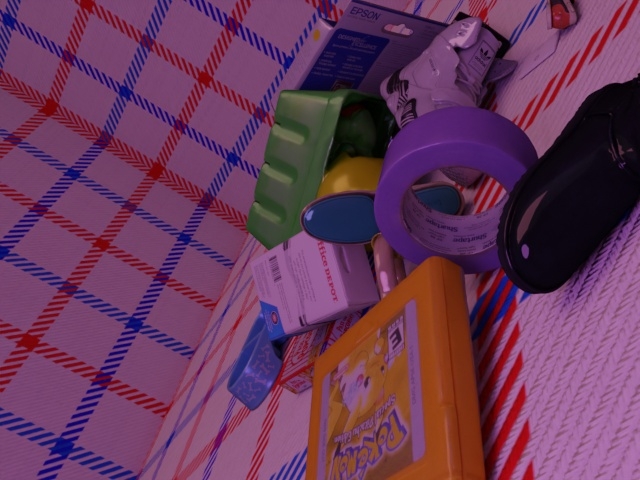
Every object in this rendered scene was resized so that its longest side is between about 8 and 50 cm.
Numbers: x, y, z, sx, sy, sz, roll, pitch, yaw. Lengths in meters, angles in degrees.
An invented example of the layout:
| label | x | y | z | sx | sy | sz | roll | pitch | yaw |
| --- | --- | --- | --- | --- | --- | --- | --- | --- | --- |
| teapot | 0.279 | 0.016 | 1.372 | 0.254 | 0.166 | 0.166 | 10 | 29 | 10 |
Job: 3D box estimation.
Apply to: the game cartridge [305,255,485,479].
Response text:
| label | x | y | z | sx | sy | sz | roll | pitch | yaw |
| --- | --- | --- | --- | --- | --- | --- | --- | --- | --- |
| game cartridge | 0.063 | 0.216 | 0.689 | 0.285 | 0.052 | 0.324 | -49 | 23 | 40 |

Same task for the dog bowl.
| label | x | y | z | sx | sy | sz | roll | pitch | yaw |
| --- | --- | --- | --- | --- | --- | --- | --- | --- | --- |
| dog bowl | -0.134 | 0.254 | 1.499 | 0.166 | 0.074 | 0.297 | -46 | 17 | 49 |

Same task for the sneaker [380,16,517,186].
| label | x | y | z | sx | sy | sz | roll | pitch | yaw |
| --- | --- | --- | --- | --- | --- | --- | --- | --- | --- |
| sneaker | 0.231 | -0.249 | 1.051 | 0.210 | 0.137 | 0.366 | -43 | 30 | 18 |

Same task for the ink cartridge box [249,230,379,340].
| label | x | y | z | sx | sy | sz | roll | pitch | yaw |
| --- | --- | --- | --- | --- | --- | --- | --- | --- | --- |
| ink cartridge box | -0.014 | 0.068 | 1.056 | 0.203 | 0.085 | 0.148 | -28 | 71 | 41 |

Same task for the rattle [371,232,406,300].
| label | x | y | z | sx | sy | sz | roll | pitch | yaw |
| --- | --- | --- | --- | --- | --- | --- | --- | --- | --- |
| rattle | 0.144 | 0.076 | 0.881 | 0.130 | 0.142 | 0.200 | 87 | -179 | -47 |

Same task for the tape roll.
| label | x | y | z | sx | sy | sz | roll | pitch | yaw |
| --- | --- | --- | --- | --- | --- | --- | --- | --- | --- |
| tape roll | 0.161 | -0.055 | 0.736 | 0.189 | 0.189 | 0.080 | -49 | 16 | 40 |

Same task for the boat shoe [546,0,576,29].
| label | x | y | z | sx | sy | sz | roll | pitch | yaw |
| --- | --- | --- | --- | --- | --- | --- | --- | --- | --- |
| boat shoe | 0.381 | -0.373 | 0.995 | 0.043 | 0.049 | 0.137 | -4 | 38 | 22 |

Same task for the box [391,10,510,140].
| label | x | y | z | sx | sy | sz | roll | pitch | yaw |
| --- | --- | --- | --- | --- | --- | --- | --- | --- | --- |
| box | 0.257 | -0.336 | 1.349 | 0.293 | 0.073 | 0.295 | -56 | 12 | 21 |

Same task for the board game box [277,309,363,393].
| label | x | y | z | sx | sy | sz | roll | pitch | yaw |
| --- | --- | --- | --- | --- | --- | --- | --- | --- | --- |
| board game box | 0.002 | 0.188 | 1.154 | 0.193 | 0.045 | 0.147 | -44 | 18 | 51 |

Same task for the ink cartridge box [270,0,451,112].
| label | x | y | z | sx | sy | sz | roll | pitch | yaw |
| --- | --- | --- | --- | --- | --- | --- | --- | --- | --- |
| ink cartridge box | 0.088 | -0.373 | 1.326 | 0.307 | 0.303 | 0.072 | -51 | 54 | 39 |

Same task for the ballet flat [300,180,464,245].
| label | x | y | z | sx | sy | sz | roll | pitch | yaw |
| --- | --- | --- | --- | --- | --- | --- | --- | --- | --- |
| ballet flat | 0.094 | -0.043 | 0.965 | 0.086 | 0.248 | 0.086 | -5 | -90 | -85 |

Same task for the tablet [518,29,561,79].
| label | x | y | z | sx | sy | sz | roll | pitch | yaw |
| --- | --- | --- | --- | --- | --- | --- | --- | --- | --- |
| tablet | 0.352 | -0.299 | 1.012 | 0.083 | 0.006 | 0.054 | -40 | 22 | 60 |

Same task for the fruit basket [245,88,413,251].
| label | x | y | z | sx | sy | sz | roll | pitch | yaw |
| --- | --- | --- | --- | --- | --- | --- | --- | --- | --- |
| fruit basket | 0.063 | -0.094 | 1.191 | 0.392 | 0.392 | 0.283 | -54 | -21 | 24 |

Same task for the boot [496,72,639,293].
| label | x | y | z | sx | sy | sz | roll | pitch | yaw |
| --- | --- | --- | --- | --- | --- | --- | --- | --- | --- |
| boot | 0.270 | -0.067 | 0.535 | 0.247 | 0.094 | 0.207 | -55 | 7 | -12 |
